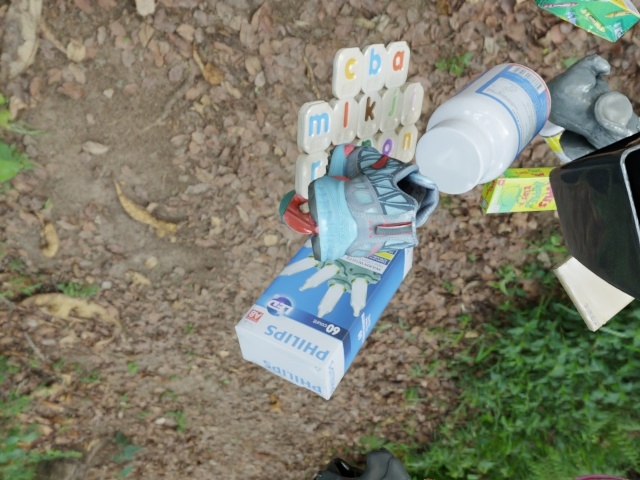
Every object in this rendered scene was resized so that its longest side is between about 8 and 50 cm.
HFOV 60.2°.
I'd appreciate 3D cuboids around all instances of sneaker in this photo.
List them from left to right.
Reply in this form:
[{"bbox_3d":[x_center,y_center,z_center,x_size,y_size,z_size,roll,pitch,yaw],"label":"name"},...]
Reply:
[{"bbox_3d":[0.017,0.388,0.787,0.286,0.130,0.109,-34,158,19],"label":"sneaker"},{"bbox_3d":[0.066,-0.042,0.608,0.125,0.262,0.104,1,113,10],"label":"sneaker"}]

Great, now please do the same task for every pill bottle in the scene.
[{"bbox_3d":[0.221,-0.152,0.757,0.124,0.221,0.124,25,134,28],"label":"pill bottle"},{"bbox_3d":[0.766,-0.312,1.695,0.215,0.117,0.117,36,132,-29],"label":"pill bottle"}]

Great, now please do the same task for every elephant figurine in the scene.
[{"bbox_3d":[0.556,-0.234,1.090,0.186,0.239,0.169,-35,161,18],"label":"elephant figurine"}]

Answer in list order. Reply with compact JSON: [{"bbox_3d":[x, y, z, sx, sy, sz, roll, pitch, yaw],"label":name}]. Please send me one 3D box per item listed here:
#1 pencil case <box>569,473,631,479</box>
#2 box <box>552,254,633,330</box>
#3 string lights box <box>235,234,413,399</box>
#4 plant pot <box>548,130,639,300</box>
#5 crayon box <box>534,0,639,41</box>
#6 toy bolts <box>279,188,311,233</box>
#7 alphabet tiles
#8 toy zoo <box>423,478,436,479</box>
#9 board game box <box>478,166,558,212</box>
[{"bbox_3d":[0.260,0.336,0.431,0.124,0.284,0.124,-8,179,0],"label":"pencil case"},{"bbox_3d":[0.703,0.103,1.403,0.164,0.021,0.201,-36,100,-8],"label":"box"},{"bbox_3d":[0.016,0.073,0.760,0.133,0.259,0.076,20,138,23],"label":"string lights box"},{"bbox_3d":[0.403,-0.050,0.692,0.188,0.167,0.188,-23,103,-13],"label":"plant pot"},{"bbox_3d":[0.578,-0.568,1.246,0.279,0.165,0.081,7,146,-30],"label":"crayon box"},{"bbox_3d":[0.000,0.000,1.126,0.228,0.218,0.158,38,172,-9],"label":"toy bolts"},{"bbox_3d":[0.068,-0.164,0.869,0.021,0.284,0.277,27,126,36],"label":"alphabet tiles"},{"bbox_3d":[0.070,0.354,0.524,0.030,0.192,0.293,-4,175,37],"label":"toy zoo"},{"bbox_3d":[0.459,-0.114,1.243,0.181,0.043,0.092,-3,129,-13],"label":"board game box"}]
